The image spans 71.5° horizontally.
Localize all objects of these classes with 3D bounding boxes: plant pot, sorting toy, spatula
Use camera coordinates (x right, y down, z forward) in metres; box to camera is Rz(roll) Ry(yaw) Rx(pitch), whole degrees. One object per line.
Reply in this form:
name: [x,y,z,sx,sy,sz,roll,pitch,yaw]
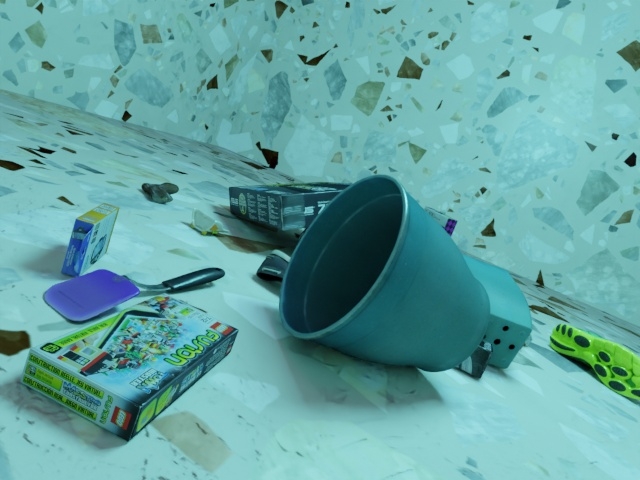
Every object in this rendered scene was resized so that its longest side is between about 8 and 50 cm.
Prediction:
plant pot: [0.116,0.078,0.706,0.255,0.271,0.271,33,5,-26]
sorting toy: [-0.258,-0.036,1.058,0.083,0.044,0.075,28,5,33]
plant pot: [0.346,0.159,0.980,0.166,0.165,0.234,21,20,-7]
spatula: [-0.238,0.062,0.640,0.084,0.030,0.296,24,11,23]

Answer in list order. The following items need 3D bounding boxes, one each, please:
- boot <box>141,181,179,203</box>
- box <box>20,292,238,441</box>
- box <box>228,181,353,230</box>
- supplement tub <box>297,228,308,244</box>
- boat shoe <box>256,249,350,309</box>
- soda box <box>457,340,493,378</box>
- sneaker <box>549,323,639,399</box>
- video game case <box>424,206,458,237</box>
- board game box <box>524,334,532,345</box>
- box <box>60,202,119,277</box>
boot: [-0.413,-0.125,1.191,0.107,0.037,0.114,-5,22,-39]
box: [-0.180,0.117,0.469,0.114,0.036,0.207,23,11,8]
box: [-0.046,-0.109,1.252,0.319,0.097,0.395,-10,13,-27]
supplement tub: [0.000,0.000,1.198,0.106,0.105,0.198,22,11,2]
boat shoe: [-0.037,0.095,0.847,0.206,0.075,0.065,33,58,26]
soda box: [0.234,0.191,0.843,0.169,0.060,0.053,24,10,16]
sneaker: [0.745,0.302,1.157,0.124,0.109,0.295,14,13,-19]
video game case: [0.360,0.014,1.493,0.042,0.231,0.210,18,12,-11]
board game box: [0.489,0.209,1.200,0.154,0.026,0.103,36,-16,54]
box: [-0.331,-0.002,0.639,0.028,0.081,0.136,19,11,-11]
